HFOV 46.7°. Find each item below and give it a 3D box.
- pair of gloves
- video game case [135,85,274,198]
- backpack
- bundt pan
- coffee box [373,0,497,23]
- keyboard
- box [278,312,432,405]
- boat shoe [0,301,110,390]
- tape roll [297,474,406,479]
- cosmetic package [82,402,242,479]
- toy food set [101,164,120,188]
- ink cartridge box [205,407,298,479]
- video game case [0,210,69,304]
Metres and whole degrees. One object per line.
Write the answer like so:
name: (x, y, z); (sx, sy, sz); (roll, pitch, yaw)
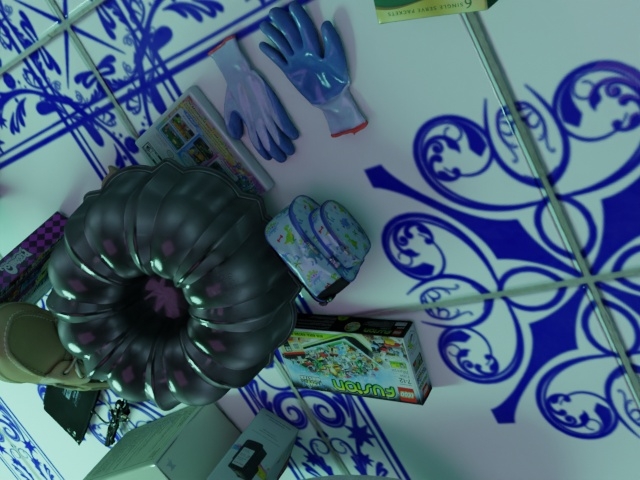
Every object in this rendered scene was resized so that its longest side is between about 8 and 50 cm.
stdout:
pair of gloves: (-0.046, -0.168, 0.829); (0.198, 0.023, 0.159); (-16, 112, 39)
video game case: (-0.151, -0.099, 0.952); (0.143, 0.019, 0.157); (-31, 101, 43)
backpack: (0.000, 0.000, 0.869); (0.114, 0.105, 0.084); (46, 112, -2)
bundt pan: (-0.197, 0.072, 0.926); (0.331, 0.124, 0.330); (4, 110, 11)
coffee box: (0.086, -0.286, 0.641); (0.113, 0.040, 0.184); (4, 123, 31)
keyboard: (-0.453, 0.313, 1.447); (0.201, 0.033, 0.317); (41, 136, 10)
box: (0.039, 0.156, 1.000); (0.207, 0.036, 0.114); (0, 122, 33)
boat shoe: (-0.400, 0.170, 1.163); (0.110, 0.121, 0.341); (1, 165, 11)
tape roll: (0.044, 0.472, 1.086); (0.392, 0.072, 0.391); (0, 132, 0)
cosmetic package: (-0.284, 0.398, 1.309); (0.309, 0.160, 0.113); (-28, 104, 44)
toy food set: (-0.290, -0.047, 1.084); (0.078, 0.019, 0.122); (35, 127, 6)
ink cartridge box: (-0.117, 0.373, 1.165); (0.072, 0.175, 0.127); (28, 133, 14)
video game case: (-0.491, 0.086, 1.163); (0.042, 0.232, 0.210); (36, 135, -3)
